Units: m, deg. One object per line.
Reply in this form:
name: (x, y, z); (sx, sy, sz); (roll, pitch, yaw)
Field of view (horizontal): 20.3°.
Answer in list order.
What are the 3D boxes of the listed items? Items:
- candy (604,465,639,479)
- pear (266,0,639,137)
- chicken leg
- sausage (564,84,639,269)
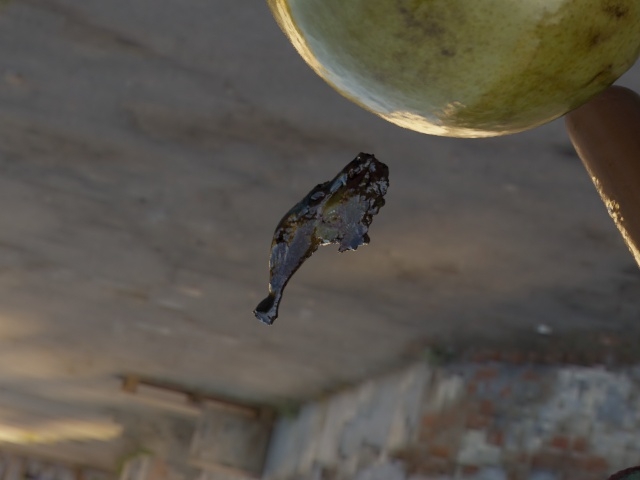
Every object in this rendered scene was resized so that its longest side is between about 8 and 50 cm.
candy: (0.277, 0.239, 1.501); (0.103, 0.103, 0.043); (11, 142, 6)
pear: (0.114, -0.226, 1.380); (0.314, 0.314, 0.314); (12, 166, 3)
chicken leg: (-0.002, -0.004, 1.189); (0.037, 0.062, 0.145); (10, 139, -44)
sausage: (0.298, -0.050, 1.630); (0.086, 0.086, 0.289); (19, -151, -24)
